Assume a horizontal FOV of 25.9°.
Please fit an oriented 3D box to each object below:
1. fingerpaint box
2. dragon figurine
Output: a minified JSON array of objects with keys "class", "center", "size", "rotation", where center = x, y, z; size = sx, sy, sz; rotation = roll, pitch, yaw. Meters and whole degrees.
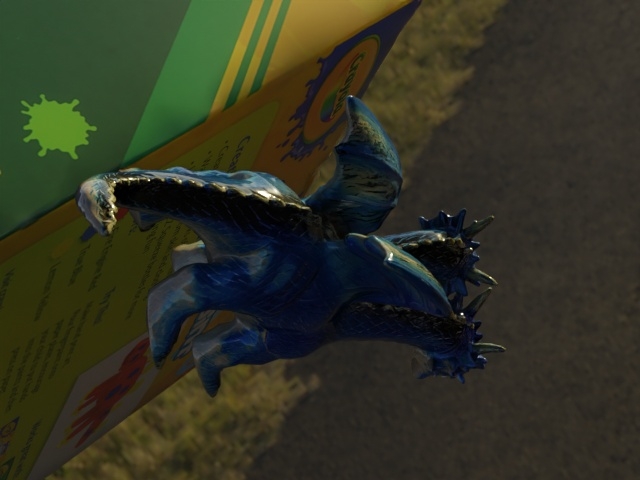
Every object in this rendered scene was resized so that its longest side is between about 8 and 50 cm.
[{"class":"fingerpaint box","center":[-0.177,-0.003,0.926],"size":[0.371,0.163,0.445],"rotation":[-35,-15,-37]},{"class":"dragon figurine","center":[0.000,0.000,0.567],"size":[0.144,0.289,0.085],"rotation":[-16,66,6]}]
